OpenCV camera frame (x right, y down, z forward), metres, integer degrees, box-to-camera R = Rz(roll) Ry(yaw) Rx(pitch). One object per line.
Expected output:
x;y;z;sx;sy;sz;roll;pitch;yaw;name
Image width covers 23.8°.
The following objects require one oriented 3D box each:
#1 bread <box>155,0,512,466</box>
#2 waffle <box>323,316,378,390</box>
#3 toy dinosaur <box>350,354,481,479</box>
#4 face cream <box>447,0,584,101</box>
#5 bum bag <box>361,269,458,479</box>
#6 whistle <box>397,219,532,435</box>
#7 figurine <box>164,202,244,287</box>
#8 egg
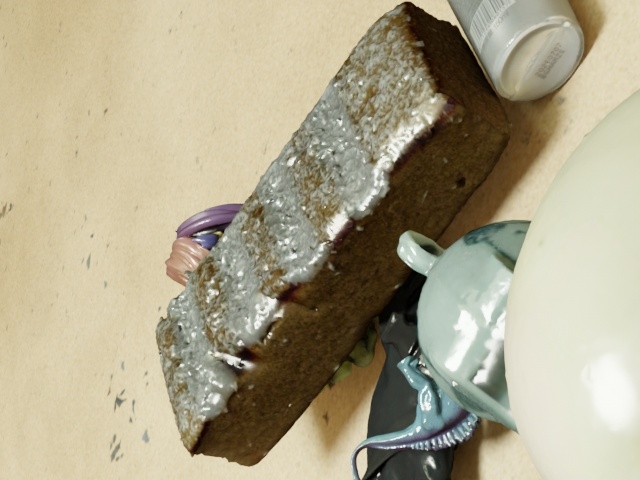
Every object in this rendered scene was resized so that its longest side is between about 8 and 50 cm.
0.000;0.000;1.329;0.416;0.113;0.165;-54;36;24;bread
-0.002;0.042;1.462;0.204;0.054;0.223;-15;65;49;waffle
0.097;0.124;1.207;0.197;0.045;0.080;-36;79;7;toy dinosaur
0.146;-0.238;1.311;0.107;0.073;0.269;-51;38;30;face cream
0.078;0.129;1.290;0.123;0.060;0.248;-27;56;52;bum bag
0.171;0.080;1.103;0.290;0.163;0.163;37;115;17;whistle
-0.107;0.042;1.585;0.126;0.114;0.157;74;-161;-81;figurine
0.236;0.044;0.802;0.283;0.345;0.283;16;120;30;egg
